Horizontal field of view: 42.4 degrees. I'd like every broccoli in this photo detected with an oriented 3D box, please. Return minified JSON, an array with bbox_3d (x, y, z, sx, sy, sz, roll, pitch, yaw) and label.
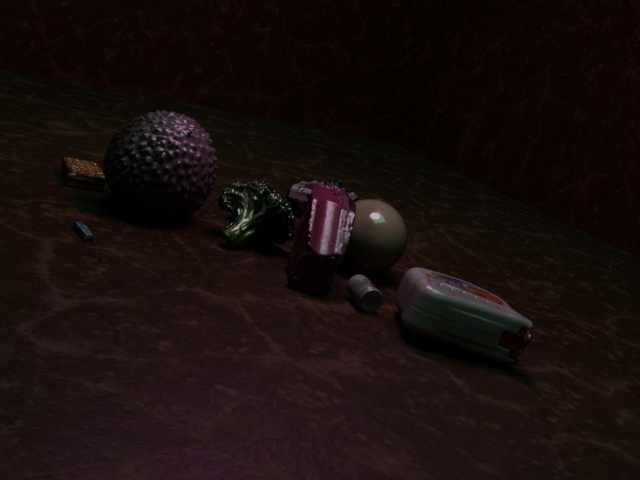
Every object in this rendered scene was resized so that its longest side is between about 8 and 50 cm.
[{"bbox_3d":[-0.172,-0.051,2.048,0.220,0.194,0.194,44,21,8],"label":"broccoli"}]

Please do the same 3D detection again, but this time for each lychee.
[{"bbox_3d":[-0.395,-0.194,2.063,0.300,0.300,0.300,15,15,-4],"label":"lychee"}]

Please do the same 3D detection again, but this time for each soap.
[{"bbox_3d":[0.000,0.000,1.940,0.112,0.182,0.289,18,53,-8],"label":"soap"}]

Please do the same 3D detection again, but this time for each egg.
[{"bbox_3d":[0.127,-0.014,2.127,0.188,0.188,0.253,15,12,-4],"label":"egg"}]

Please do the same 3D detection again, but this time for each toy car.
[{"bbox_3d":[0.010,-0.132,2.569,0.193,0.118,0.301,18,14,15],"label":"toy car"}]

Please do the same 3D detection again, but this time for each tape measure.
[{"bbox_3d":[0.302,0.164,1.817,0.258,0.130,0.265,17,10,-8],"label":"tape measure"}]

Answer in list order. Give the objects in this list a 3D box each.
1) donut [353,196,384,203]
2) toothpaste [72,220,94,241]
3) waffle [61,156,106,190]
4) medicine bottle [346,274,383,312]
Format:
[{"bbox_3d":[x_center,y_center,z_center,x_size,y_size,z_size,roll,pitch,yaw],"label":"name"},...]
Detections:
[{"bbox_3d":[0.133,-0.056,2.418,0.085,0.141,0.217,6,13,-11],"label":"donut"},{"bbox_3d":[-0.517,-0.021,1.801,0.020,0.017,0.083,5,18,-37],"label":"toothpaste"},{"bbox_3d":[-0.628,-0.176,2.180,0.102,0.042,0.148,10,17,-28],"label":"waffle"},{"bbox_3d":[0.100,0.120,1.875,0.058,0.058,0.091,10,17,-23],"label":"medicine bottle"}]
